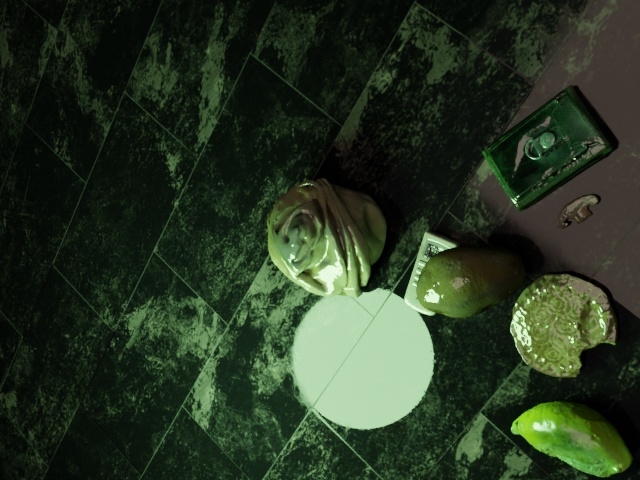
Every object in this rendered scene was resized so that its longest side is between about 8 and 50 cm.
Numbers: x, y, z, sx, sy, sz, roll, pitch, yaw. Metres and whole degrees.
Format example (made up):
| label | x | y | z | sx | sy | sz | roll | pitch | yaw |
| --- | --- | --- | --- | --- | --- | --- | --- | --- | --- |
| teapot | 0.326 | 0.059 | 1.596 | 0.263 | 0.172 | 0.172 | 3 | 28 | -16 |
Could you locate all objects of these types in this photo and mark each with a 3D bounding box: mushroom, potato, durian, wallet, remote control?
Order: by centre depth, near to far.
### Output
| label | x | y | z | sx | sy | sz | roll | pitch | yaw |
| --- | --- | --- | --- | --- | --- | --- | --- | --- | --- |
| mushroom | 0.525 | -0.060 | 1.550 | 0.101 | 0.019 | 0.049 | -45 | 74 | 31 |
| wallet | 0.459 | -0.186 | 1.554 | 0.236 | 0.055 | 0.160 | -38 | 71 | 32 |
| durian | 0.525 | 0.411 | 1.583 | 0.250 | 0.101 | 0.139 | 21 | 109 | 28 |
| potato | 0.318 | 0.083 | 1.614 | 0.235 | 0.178 | 0.160 | -14 | 113 | 8 |
| remote control | 0.255 | 0.078 | 1.742 | 0.087 | 0.029 | 0.190 | 26 | 112 | 27 |

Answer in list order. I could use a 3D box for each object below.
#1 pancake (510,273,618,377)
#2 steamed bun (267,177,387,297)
| label | x | y | z | sx | sy | sz | roll | pitch | yaw |
| --- | --- | --- | --- | --- | --- | --- | --- | --- | --- |
| pancake | 0.509 | 0.178 | 1.597 | 0.235 | 0.029 | 0.212 | -44 | 74 | 30 |
| steamed bun | 0.000 | 0.000 | 1.788 | 0.280 | 0.207 | 0.268 | 24 | 110 | 26 |
